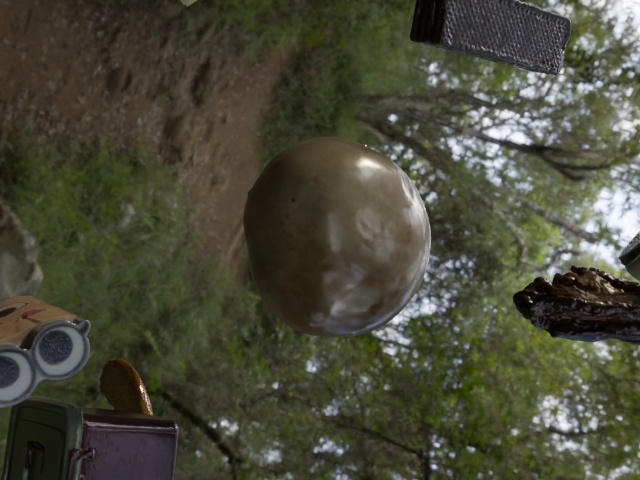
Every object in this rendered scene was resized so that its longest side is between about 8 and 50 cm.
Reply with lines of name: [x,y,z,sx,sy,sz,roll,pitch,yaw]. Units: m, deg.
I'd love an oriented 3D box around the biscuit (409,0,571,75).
biscuit: [0.308,-0.367,1.325,0.073,0.388,0.107,21,-74,45]

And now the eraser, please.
eraser: [-0.445,0.149,1.083,0.291,0.171,0.087,6,-62,55]

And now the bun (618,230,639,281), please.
bun: [0.631,0.012,1.352,0.173,0.120,0.173,-48,168,-13]

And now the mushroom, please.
mushroom: [0.000,0.000,1.129,0.290,0.293,0.292,-4,-116,60]

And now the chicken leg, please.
chicken leg: [0.413,0.080,1.005,0.177,0.323,0.083,-80,172,-66]

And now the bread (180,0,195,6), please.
bread: [-0.158,-0.600,1.288,0.405,0.242,0.345,-35,-141,0]

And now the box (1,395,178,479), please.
box: [-0.330,0.321,1.074,0.294,0.168,0.193,-11,-107,53]

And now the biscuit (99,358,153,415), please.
biscuit: [-0.368,0.301,1.457,0.224,0.033,0.144,33,-57,45]
